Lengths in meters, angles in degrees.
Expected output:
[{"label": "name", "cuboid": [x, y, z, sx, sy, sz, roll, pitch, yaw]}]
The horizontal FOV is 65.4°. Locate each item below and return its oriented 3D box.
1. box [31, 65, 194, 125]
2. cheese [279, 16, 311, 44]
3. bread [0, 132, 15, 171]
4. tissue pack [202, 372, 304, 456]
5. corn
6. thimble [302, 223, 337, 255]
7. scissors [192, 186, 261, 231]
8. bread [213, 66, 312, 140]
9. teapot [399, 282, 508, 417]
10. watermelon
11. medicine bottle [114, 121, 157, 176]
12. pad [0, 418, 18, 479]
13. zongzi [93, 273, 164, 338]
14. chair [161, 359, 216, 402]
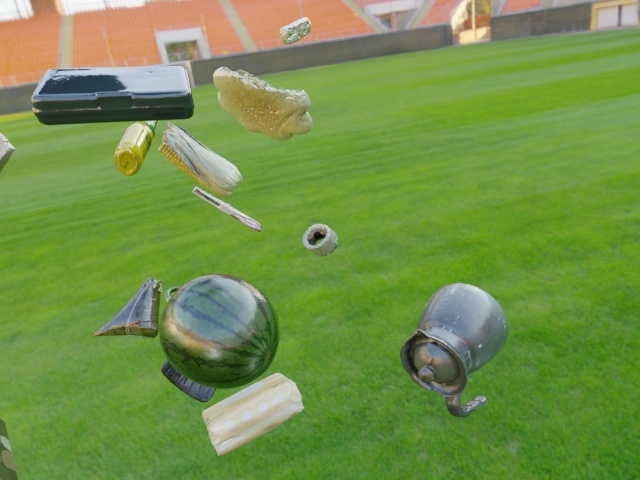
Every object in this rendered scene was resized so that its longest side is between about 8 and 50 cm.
[{"label": "box", "cuboid": [-0.327, -0.238, 0.806, 0.231, 0.050, 0.160, -6, 36, -15]}, {"label": "cheese", "cuboid": [-0.088, -0.759, 1.809, 0.044, 0.064, 0.194, -5, 29, 31]}, {"label": "bread", "cuboid": [-0.727, -0.156, 1.034, 0.152, 0.077, 0.105, -48, 3, 19]}, {"label": "tissue pack", "cuboid": [-0.159, 0.401, 1.171, 0.222, 0.090, 0.186, -25, 1, -17]}, {"label": "corn", "cuboid": [-0.405, -0.267, 1.671, 0.123, 0.305, 0.122, -58, 14, -17]}, {"label": "thimble", "cuboid": [0.000, 0.000, 1.874, 0.115, 0.102, 0.090, -11, -26, 21]}, {"label": "scissors", "cuboid": [-0.210, -0.071, 1.135, 0.176, 0.022, 0.085, 31, 8, -12]}, {"label": "bread", "cuboid": [-0.138, -0.312, 1.185, 0.251, 0.181, 0.038, 20, 58, 11]}, {"label": "teapot", "cuboid": [0.328, 0.299, 1.294, 0.224, 0.305, 0.285, 20, 37, 32]}, {"label": "watermelon", "cuboid": [-0.139, 0.107, 0.628, 0.188, 0.140, 0.141, 18, 32, 32]}, {"label": "medicine bottle", "cuboid": [-0.530, -0.307, 1.459, 0.076, 0.111, 0.308, 14, 38, -16]}, {"label": "pad", "cuboid": [-0.589, 0.342, 0.869, 0.003, 0.158, 0.235, -39, 38, -20]}, {"label": "zongzi", "cuboid": [-0.573, 0.198, 1.495, 0.184, 0.084, 0.187, -1, 61, -4]}, {"label": "chair", "cuboid": [-0.222, 0.210, 1.068, 0.145, 0.140, 0.221, -41, 15, 28]}]
